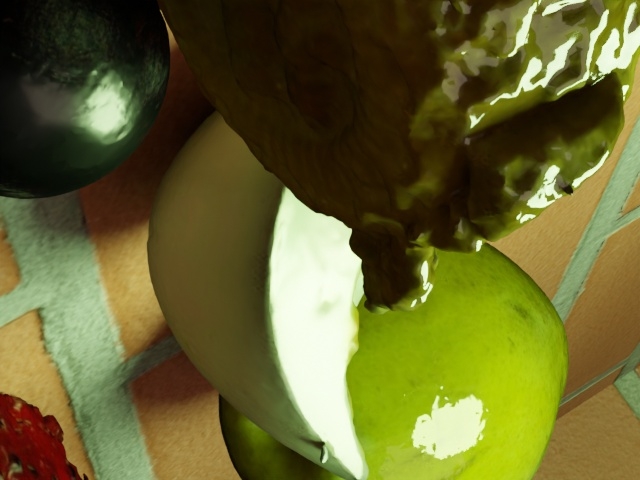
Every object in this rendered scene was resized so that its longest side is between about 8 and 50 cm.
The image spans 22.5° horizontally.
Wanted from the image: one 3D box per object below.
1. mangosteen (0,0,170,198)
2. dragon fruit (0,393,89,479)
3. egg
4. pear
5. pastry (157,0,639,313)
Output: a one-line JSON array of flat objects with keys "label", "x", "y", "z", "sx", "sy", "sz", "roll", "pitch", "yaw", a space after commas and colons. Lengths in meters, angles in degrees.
[{"label": "mangosteen", "x": -0.116, "y": -0.092, "z": 0.625, "sx": 0.151, "sy": 0.137, "sz": 0.137, "roll": -70, "pitch": 160, "yaw": -3}, {"label": "dragon fruit", "x": -0.288, "y": 0.283, "z": 1.042, "sx": 0.329, "sy": 0.286, "sz": 0.228, "roll": -27, "pitch": 166, "yaw": 2}, {"label": "egg", "x": -0.007, "y": -0.015, "z": 0.931, "sx": 0.206, "sy": 0.162, "sz": 0.271, "roll": 46, "pitch": 63, "yaw": -41}, {"label": "pear", "x": 0.060, "y": 0.105, "z": 1.220, "sx": 0.253, "sy": 0.253, "sz": 0.307, "roll": -47, "pitch": 170, "yaw": 32}, {"label": "pastry", "x": 0.033, "y": -0.112, "z": 0.637, "sx": 0.132, "sy": 0.235, "sz": 0.240, "roll": -32, "pitch": 173, "yaw": -22}]
